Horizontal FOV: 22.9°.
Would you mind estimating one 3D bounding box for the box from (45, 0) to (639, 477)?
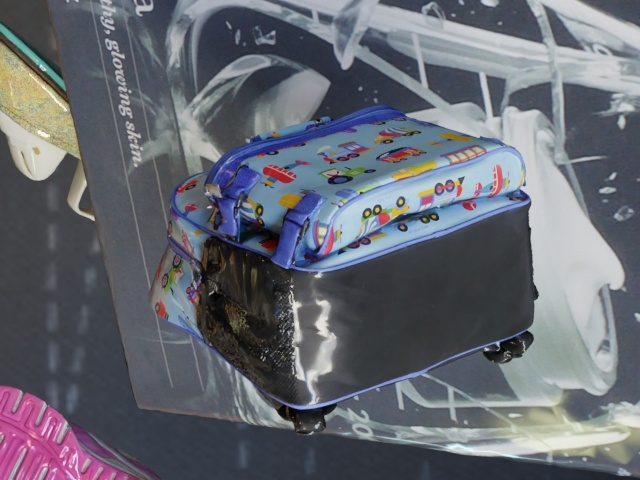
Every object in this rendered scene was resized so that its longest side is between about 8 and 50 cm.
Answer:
[{"bbox_3d":[0.097,-0.136,0.999,0.471,0.297,0.480,2,112,33],"label":"box"}]

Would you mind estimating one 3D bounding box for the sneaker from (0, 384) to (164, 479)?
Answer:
[{"bbox_3d":[-0.213,0.212,1.347,0.103,0.252,0.111,-56,0,-10],"label":"sneaker"}]

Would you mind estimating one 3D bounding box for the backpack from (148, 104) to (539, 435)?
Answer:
[{"bbox_3d":[0.000,0.000,0.767,0.173,0.158,0.117,26,125,51],"label":"backpack"}]

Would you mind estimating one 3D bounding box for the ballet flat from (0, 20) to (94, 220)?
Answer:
[{"bbox_3d":[-0.231,-0.089,1.545,0.123,0.348,0.123,-23,50,31],"label":"ballet flat"}]
